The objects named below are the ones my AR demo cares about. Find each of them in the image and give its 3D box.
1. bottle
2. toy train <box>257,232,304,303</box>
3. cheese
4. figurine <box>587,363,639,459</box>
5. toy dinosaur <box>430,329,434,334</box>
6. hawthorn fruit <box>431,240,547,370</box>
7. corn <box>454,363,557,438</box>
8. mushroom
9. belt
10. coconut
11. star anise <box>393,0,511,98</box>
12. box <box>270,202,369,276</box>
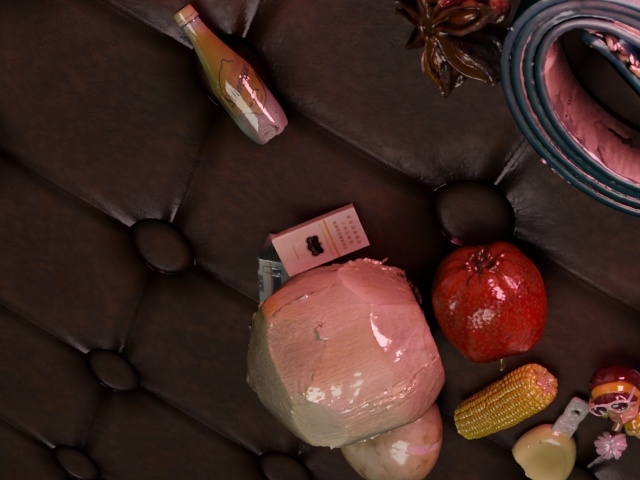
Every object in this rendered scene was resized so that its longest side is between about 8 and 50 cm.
[{"bbox_3d":[-0.161,-0.288,1.666,0.083,0.083,0.269,-24,113,38],"label":"bottle"},{"bbox_3d":[-0.073,0.171,2.003,0.088,0.086,0.407,9,131,11],"label":"toy train"},{"bbox_3d":[0.475,0.398,1.941,0.127,0.050,0.255,24,132,9],"label":"cheese"},{"bbox_3d":[0.583,0.324,1.781,0.175,0.116,0.240,-20,122,39],"label":"figurine"},{"bbox_3d":[0.198,0.226,1.934,0.055,0.049,0.154,26,139,8],"label":"toy dinosaur"},{"bbox_3d":[0.302,0.128,1.705,0.205,0.205,0.253,3,130,24],"label":"hawthorn fruit"},{"bbox_3d":[0.363,0.324,1.905,0.093,0.093,0.244,39,134,-8],"label":"corn"},{"bbox_3d":[0.150,0.389,2.001,0.184,0.255,0.255,7,151,-42],"label":"mushroom"},{"bbox_3d":[0.452,-0.211,1.366,0.436,0.173,0.300,43,137,-10],"label":"belt"},{"bbox_3d":[0.032,0.212,1.771,0.360,0.346,0.346,-20,120,4],"label":"coconut"},{"bbox_3d":[0.207,-0.327,1.437,0.214,0.099,0.220,48,152,-6],"label":"star anise"},{"bbox_3d":[0.000,0.000,1.812,0.167,0.024,0.090,-22,119,5],"label":"box"}]
